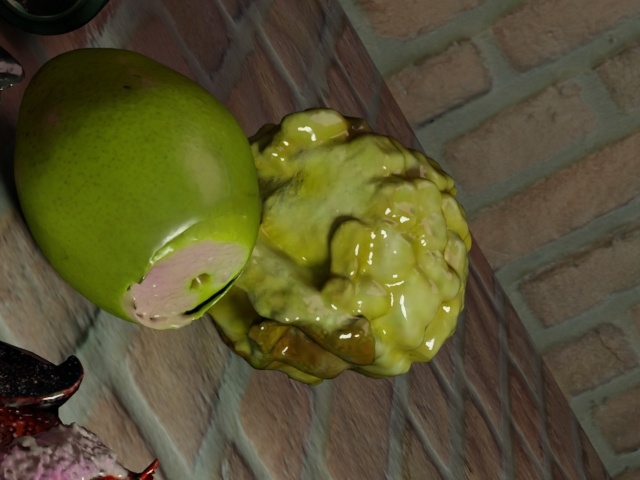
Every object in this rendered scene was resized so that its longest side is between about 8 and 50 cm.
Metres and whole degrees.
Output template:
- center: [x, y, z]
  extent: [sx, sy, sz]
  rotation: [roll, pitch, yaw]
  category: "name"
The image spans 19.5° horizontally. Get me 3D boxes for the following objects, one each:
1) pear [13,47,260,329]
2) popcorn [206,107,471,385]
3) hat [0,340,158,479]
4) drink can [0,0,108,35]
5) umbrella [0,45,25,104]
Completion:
- center: [-0.141, -0.050, 1.402]
  extent: [0.219, 0.187, 0.187]
  rotation: [56, 7, 33]
  category: "pear"
- center: [-0.001, 0.009, 1.690]
  extent: [0.293, 0.293, 0.237]
  rotation: [33, 70, -65]
  category: "popcorn"
- center: [-0.197, 0.092, 1.039]
  extent: [0.227, 0.140, 0.129]
  rotation: [53, 0, 16]
  category: "hat"
- center: [-0.220, -0.252, 1.612]
  extent: [0.118, 0.118, 0.205]
  rotation: [59, 14, -15]
  category: "drink can"
- center: [-0.303, -0.218, 1.165]
  extent: [0.336, 0.128, 0.154]
  rotation: [62, 11, -23]
  category: "umbrella"
